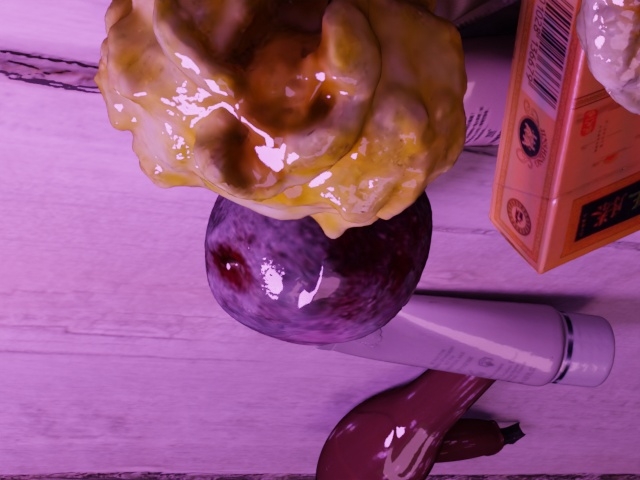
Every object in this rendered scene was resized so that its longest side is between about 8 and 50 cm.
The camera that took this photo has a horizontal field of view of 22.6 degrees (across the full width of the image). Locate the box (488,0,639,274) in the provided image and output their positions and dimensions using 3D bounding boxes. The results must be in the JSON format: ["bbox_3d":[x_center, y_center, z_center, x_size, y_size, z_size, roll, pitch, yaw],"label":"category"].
[{"bbox_3d":[0.223,-0.118,1.150,0.174,0.076,0.274,-21,140,-22],"label":"box"}]

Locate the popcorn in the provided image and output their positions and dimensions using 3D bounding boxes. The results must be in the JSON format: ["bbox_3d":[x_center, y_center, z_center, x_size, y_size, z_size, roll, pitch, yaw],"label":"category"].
[{"bbox_3d":[-0.024,-0.103,1.086,0.256,0.195,0.255,16,166,10],"label":"popcorn"}]

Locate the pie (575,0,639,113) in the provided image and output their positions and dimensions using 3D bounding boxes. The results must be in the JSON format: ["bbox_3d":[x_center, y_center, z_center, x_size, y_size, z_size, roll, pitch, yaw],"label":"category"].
[{"bbox_3d":[0.283,-0.190,1.013,0.306,0.071,0.306,-16,125,-24],"label":"pie"}]

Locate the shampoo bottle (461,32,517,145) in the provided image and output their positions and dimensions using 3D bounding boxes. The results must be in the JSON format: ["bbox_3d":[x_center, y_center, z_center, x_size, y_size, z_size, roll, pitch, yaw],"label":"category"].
[{"bbox_3d":[0.143,-0.117,1.253,0.257,0.078,0.127,-6,161,-21],"label":"shampoo bottle"}]

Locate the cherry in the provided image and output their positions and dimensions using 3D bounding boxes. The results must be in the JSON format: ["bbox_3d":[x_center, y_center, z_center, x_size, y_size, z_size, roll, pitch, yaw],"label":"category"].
[{"bbox_3d":[-0.008,0.002,1.328,0.195,0.195,0.195,-9,155,-4],"label":"cherry"}]

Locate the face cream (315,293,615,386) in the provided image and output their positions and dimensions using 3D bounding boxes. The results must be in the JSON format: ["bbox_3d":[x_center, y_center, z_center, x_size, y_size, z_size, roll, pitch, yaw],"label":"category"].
[{"bbox_3d":[0.162,0.107,1.732,0.314,0.089,0.143,6,152,-16],"label":"face cream"}]

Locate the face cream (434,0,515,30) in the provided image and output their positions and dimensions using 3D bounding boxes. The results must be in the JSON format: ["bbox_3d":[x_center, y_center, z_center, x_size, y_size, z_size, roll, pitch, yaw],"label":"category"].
[{"bbox_3d":[0.094,-0.220,1.038,0.137,0.084,0.341,-27,160,13],"label":"face cream"}]

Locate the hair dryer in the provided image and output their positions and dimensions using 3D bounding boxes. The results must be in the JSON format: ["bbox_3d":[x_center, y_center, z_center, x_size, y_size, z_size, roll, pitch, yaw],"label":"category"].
[{"bbox_3d":[0.179,0.224,1.990,0.340,0.123,0.312,1,143,-47],"label":"hair dryer"}]
